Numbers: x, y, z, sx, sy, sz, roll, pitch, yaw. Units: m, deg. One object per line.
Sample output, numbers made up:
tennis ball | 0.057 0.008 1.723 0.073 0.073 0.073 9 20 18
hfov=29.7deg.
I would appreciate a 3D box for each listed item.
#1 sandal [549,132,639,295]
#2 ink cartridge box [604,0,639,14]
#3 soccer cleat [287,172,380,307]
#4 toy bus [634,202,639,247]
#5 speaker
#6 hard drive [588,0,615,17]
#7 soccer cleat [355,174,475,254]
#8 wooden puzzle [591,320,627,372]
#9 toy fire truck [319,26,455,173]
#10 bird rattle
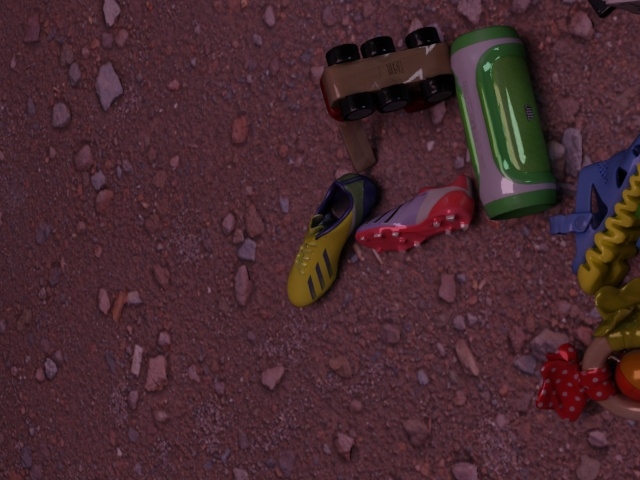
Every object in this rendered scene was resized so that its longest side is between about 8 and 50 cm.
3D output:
sandal | 0.446 -0.078 1.832 0.138 0.126 0.317 43 115 35
ink cartridge box | 0.501 -0.467 1.722 0.117 0.201 0.278 5 94 39
soccer cleat | -0.001 -0.001 2.190 0.093 0.121 0.289 44 117 29
toy bus | 0.554 0.009 1.749 0.191 0.202 0.104 41 146 23
speaker | 0.293 -0.188 1.945 0.131 0.131 0.296 -18 80 38
hard drive | 0.440 -0.430 1.888 0.094 0.022 0.135 -40 67 32
soccer cleat | 0.165 -0.043 2.096 0.248 0.083 0.095 -17 51 43
wooden puzzle | 0.454 0.167 1.899 0.049 0.006 0.083 -24 76 37
toy fire truck | 0.110 -0.234 2.083 0.246 0.217 0.158 118 137 -75
bird rattle | 0.453 0.194 1.823 0.207 0.143 0.253 33 113 10
